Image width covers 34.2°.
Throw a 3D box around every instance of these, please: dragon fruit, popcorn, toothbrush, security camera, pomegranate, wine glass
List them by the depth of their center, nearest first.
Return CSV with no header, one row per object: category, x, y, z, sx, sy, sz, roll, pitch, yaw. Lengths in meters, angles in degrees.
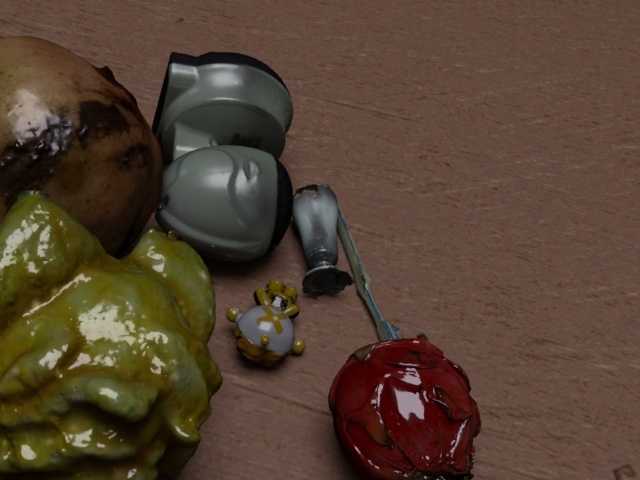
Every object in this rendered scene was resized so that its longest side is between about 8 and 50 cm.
popcorn,-0.262,0.117,1.074,0.321,0.326,0.290,-7,32,-7
dragon fruit,0.095,0.195,1.176,0.172,0.172,0.209,2,32,-10
pomegranate,-0.341,-0.097,1.256,0.322,0.322,0.322,6,46,-6
security camera,-0.128,-0.098,1.403,0.191,0.197,0.277,8,52,-16
wine glass,0.000,0.000,1.410,0.072,0.072,0.155,1,48,-11
toothbrush,0.052,0.038,1.415,0.028,0.026,0.294,5,44,-33

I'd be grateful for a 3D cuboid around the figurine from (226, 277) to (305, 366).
figurine,-0.058,0.102,1.309,0.101,0.068,0.143,40,35,15
